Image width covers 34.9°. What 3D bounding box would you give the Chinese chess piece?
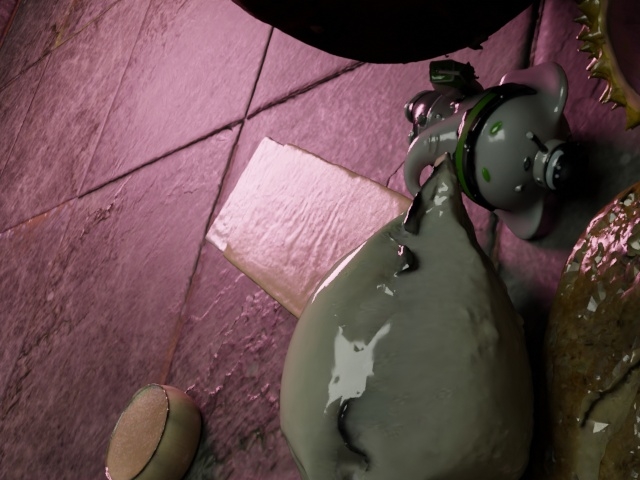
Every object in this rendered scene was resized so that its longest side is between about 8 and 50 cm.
[{"bbox_3d":[-0.180,0.216,1.098,0.122,0.051,0.122,-36,37,33],"label":"Chinese chess piece"}]

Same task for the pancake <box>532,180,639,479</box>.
[{"bbox_3d":[0.256,0.098,0.527,0.387,0.082,0.386,-30,47,39],"label":"pancake"}]

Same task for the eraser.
[{"bbox_3d":[0.000,0.000,0.988,0.144,0.078,0.343,-59,30,1],"label":"eraser"}]

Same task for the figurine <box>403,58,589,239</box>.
[{"bbox_3d":[0.137,-0.079,0.823,0.192,0.126,0.147,27,123,53],"label":"figurine"}]

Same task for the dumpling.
[{"bbox_3d":[0.080,0.094,0.692,0.175,0.227,0.243,41,91,26],"label":"dumpling"}]

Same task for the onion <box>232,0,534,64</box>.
[{"bbox_3d":[0.052,-0.259,0.702,0.314,0.314,0.232,-45,29,24],"label":"onion"}]

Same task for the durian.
[{"bbox_3d":[0.253,-0.178,0.745,0.132,0.165,0.182,20,114,28],"label":"durian"}]
